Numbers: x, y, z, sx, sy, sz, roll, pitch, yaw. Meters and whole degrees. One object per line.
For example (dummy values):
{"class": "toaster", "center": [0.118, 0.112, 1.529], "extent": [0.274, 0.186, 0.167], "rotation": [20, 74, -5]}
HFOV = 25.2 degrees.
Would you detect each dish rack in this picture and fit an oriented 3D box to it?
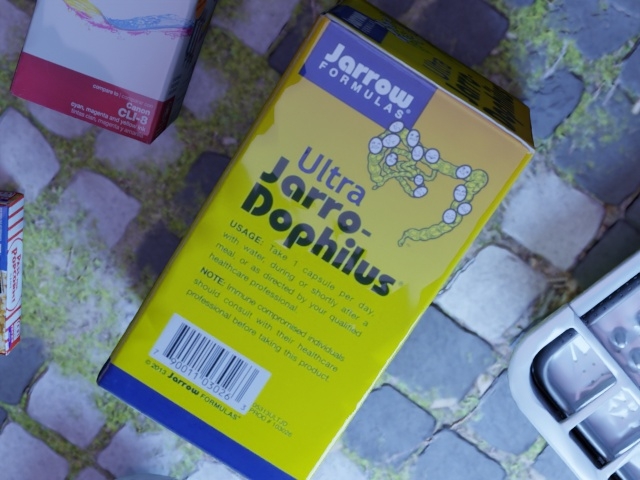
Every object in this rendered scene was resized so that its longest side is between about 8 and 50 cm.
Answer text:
{"class": "dish rack", "center": [0.361, 0.107, 1.245], "extent": [0.333, 0.072, 0.285], "rotation": [-39, 97, 15]}

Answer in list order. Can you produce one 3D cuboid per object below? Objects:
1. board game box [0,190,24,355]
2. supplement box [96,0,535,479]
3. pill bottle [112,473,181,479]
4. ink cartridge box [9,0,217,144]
{"class": "board game box", "center": [-0.374, 0.020, 1.317], "extent": [0.193, 0.045, 0.147], "rotation": [7, 106, 5]}
{"class": "supplement box", "center": [0.000, 0.000, 1.192], "extent": [0.195, 0.194, 0.357], "rotation": [32, 106, -2]}
{"class": "pill bottle", "center": [-0.167, 0.331, 1.341], "extent": [0.117, 0.117, 0.208], "rotation": [6, 106, 5]}
{"class": "ink cartridge box", "center": [-0.160, -0.193, 1.192], "extent": [0.127, 0.128, 0.176], "rotation": [20, 107, 0]}
